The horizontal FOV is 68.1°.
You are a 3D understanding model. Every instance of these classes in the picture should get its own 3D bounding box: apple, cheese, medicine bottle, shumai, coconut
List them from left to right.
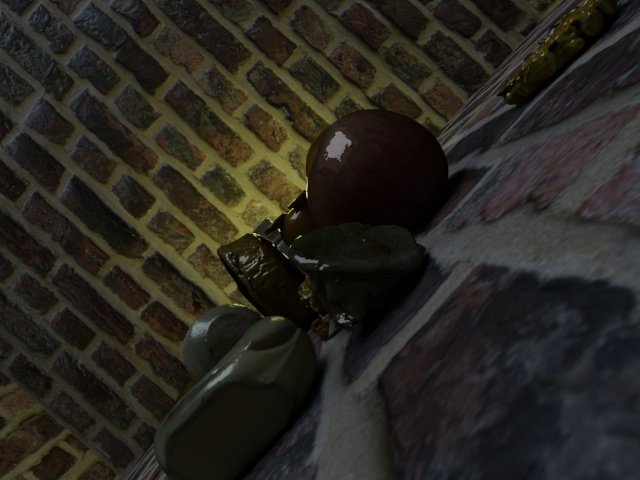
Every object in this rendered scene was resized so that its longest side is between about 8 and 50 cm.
[{"bbox_3d":[-0.244,0.286,1.251,0.227,0.227,0.230,-48,1,-33],"label":"coconut"},{"bbox_3d":[-0.120,0.231,0.695,0.266,0.127,0.233,-46,1,5],"label":"cheese"},{"bbox_3d":[-0.110,0.073,1.543,0.170,0.293,0.170,-48,2,3],"label":"medicine bottle"},{"bbox_3d":[0.055,0.051,0.696,0.201,0.202,0.120,-50,-39,-63],"label":"shumai"},{"bbox_3d":[0.109,-0.133,1.027,0.344,0.269,0.345,-49,1,2],"label":"apple"}]

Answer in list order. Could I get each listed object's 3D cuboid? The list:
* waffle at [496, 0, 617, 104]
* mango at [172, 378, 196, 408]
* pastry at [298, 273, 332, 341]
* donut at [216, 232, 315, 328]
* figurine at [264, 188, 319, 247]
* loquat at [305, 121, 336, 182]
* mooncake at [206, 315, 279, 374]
[{"bbox_3d":[0.508,-0.417,1.014,0.329,0.062,0.329,-48,-1,-1],"label":"waffle"},{"bbox_3d":[-0.363,0.485,1.376,0.151,0.120,0.221,-51,6,29],"label":"mango"},{"bbox_3d":[0.019,0.090,0.888,0.154,0.102,0.250,-49,1,2],"label":"pastry"},{"bbox_3d":[-0.127,0.109,1.238,0.160,0.330,0.330,-36,-1,-12],"label":"donut"},{"bbox_3d":[-0.003,-0.008,1.219,0.215,0.228,0.215,-31,-17,-10],"label":"figurine"},{"bbox_3d":[0.119,-0.194,1.357,0.328,0.328,0.328,-48,1,1],"label":"loquat"},{"bbox_3d":[-0.145,0.260,1.021,0.234,0.117,0.235,-49,-1,-2],"label":"mooncake"}]
